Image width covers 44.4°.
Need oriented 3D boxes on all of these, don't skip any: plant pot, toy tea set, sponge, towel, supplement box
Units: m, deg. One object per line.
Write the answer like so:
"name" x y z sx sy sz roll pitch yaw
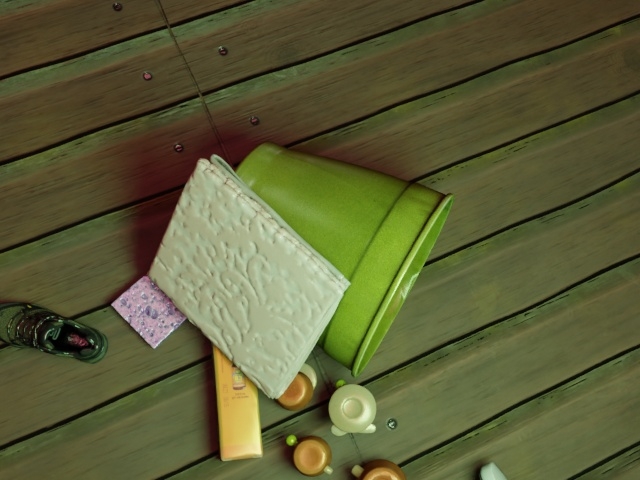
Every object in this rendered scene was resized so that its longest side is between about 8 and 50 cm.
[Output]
"plant pot" 0.000 0.000 1.415 0.353 0.366 0.366 28 72 10
"toy tea set" 0.031 0.376 1.434 0.200 0.124 0.336 -19 76 -1
"sponge" -0.276 0.093 1.485 0.117 0.031 0.210 46 73 4
"towel" -0.132 0.068 1.315 0.332 0.317 0.053 43 40 14
"supplement box" -0.155 0.281 1.434 0.078 0.080 0.234 -3 78 -11

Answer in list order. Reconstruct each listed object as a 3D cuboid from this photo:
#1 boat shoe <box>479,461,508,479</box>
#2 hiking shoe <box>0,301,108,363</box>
"boat shoe" 0.341 0.563 1.436 0.102 0.108 0.301 -25 86 18
"hiking shoe" -0.491 0.155 1.388 0.226 0.114 0.086 14 73 -6
